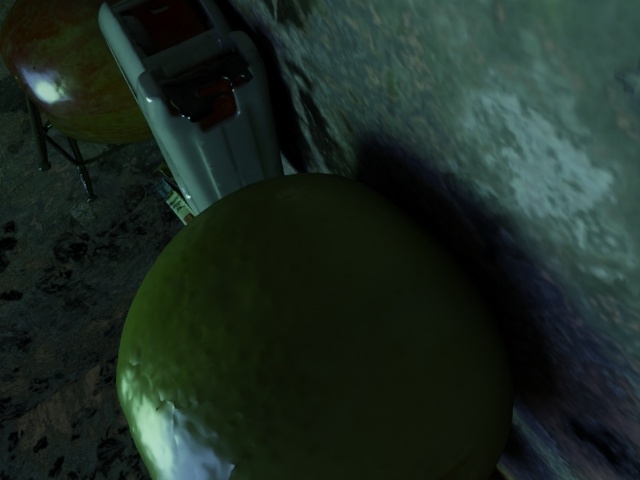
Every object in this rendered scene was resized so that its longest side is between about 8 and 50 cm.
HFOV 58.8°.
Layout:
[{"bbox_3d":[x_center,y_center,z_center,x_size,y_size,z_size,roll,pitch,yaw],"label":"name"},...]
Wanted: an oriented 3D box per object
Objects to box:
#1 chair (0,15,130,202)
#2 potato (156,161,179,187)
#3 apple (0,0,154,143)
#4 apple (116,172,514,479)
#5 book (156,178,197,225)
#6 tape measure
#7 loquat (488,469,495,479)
[{"bbox_3d":[-0.575,-0.389,1.451,0.410,0.364,0.362,59,172,5],"label":"chair"},{"bbox_3d":[-0.175,-0.084,1.104,0.160,0.111,0.272,35,172,48],"label":"potato"},{"bbox_3d":[-0.299,-0.255,0.794,0.257,0.233,0.257,53,167,17],"label":"apple"},{"bbox_3d":[-0.008,0.098,0.438,0.292,0.254,0.292,54,166,20],"label":"apple"},{"bbox_3d":[-0.156,0.027,1.069,0.300,0.039,0.428,43,176,-30],"label":"book"},{"bbox_3d":[-0.131,-0.152,0.617,0.265,0.130,0.258,58,170,26],"label":"tape measure"},{"bbox_3d":[0.089,0.223,0.610,0.179,0.179,0.227,56,-175,-2],"label":"loquat"}]
